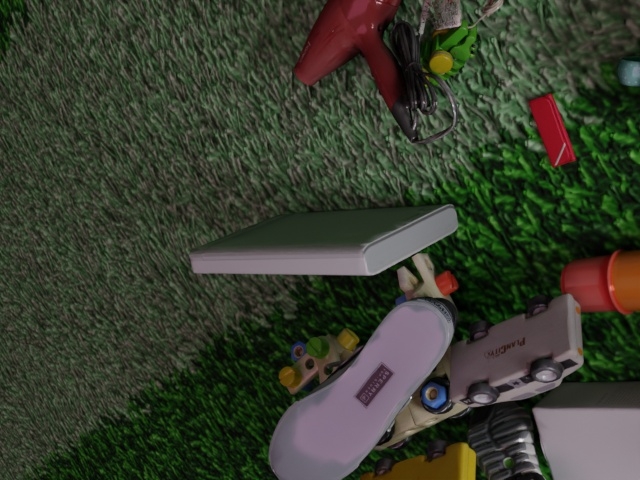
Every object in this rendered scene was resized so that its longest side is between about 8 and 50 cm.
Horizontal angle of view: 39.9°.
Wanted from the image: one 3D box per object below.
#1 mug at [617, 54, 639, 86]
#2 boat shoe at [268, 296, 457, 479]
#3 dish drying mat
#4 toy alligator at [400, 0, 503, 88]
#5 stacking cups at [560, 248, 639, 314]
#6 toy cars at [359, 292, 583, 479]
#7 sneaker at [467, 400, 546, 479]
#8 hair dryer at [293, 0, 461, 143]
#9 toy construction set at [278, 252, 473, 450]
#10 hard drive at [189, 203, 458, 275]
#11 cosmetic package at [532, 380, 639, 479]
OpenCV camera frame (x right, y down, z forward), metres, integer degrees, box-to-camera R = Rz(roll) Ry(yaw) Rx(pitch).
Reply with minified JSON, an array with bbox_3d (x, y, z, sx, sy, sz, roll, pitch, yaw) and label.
[{"bbox_3d":[0.388,-0.168,0.850,0.158,0.097,0.129,45,131,19],"label":"mug"},{"bbox_3d":[0.056,0.186,1.100,0.113,0.105,0.306,39,105,14],"label":"boat shoe"},{"bbox_3d":[0.270,-0.128,1.030,0.032,0.008,0.083,-18,95,45],"label":"dish drying mat"},{"bbox_3d":[0.159,-0.227,1.061,0.051,0.056,0.189,32,140,-28],"label":"toy alligator"},{"bbox_3d":[0.412,0.038,0.931,0.316,0.096,0.096,-10,100,48],"label":"stacking cups"},{"bbox_3d":[0.187,0.226,1.051,0.394,0.087,0.176,-56,27,7],"label":"toy cars"},{"bbox_3d":[0.252,0.309,1.115,0.086,0.229,0.132,-21,116,12],"label":"sneaker"},{"bbox_3d":[0.061,-0.234,1.070,0.293,0.080,0.223,8,83,53],"label":"hair dryer"},{"bbox_3d":[0.093,0.168,1.225,0.327,0.151,0.215,-42,53,35],"label":"toy construction set"},{"bbox_3d":[0.000,0.000,1.182,0.307,0.203,0.040,-2,105,42],"label":"hard drive"},{"bbox_3d":[0.378,0.230,1.031,0.231,0.085,0.117,-8,102,45],"label":"cosmetic package"}]
